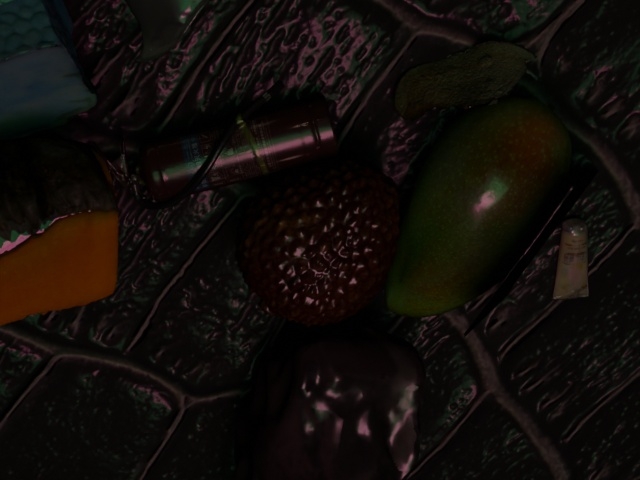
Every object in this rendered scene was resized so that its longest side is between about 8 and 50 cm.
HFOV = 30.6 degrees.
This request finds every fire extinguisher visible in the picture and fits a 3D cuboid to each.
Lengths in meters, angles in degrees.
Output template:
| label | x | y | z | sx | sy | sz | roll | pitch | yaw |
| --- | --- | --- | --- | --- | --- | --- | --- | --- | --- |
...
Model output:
| label | x | y | z | sx | sy | sz | roll | pitch | yaw |
| --- | --- | --- | --- | --- | --- | --- | --- | --- | --- |
| fire extinguisher | -0.151 | -0.137 | 1.694 | 0.341 | 0.105 | 0.141 | -14 | 94 | 0 |

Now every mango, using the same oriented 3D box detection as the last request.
| label | x | y | z | sx | sy | sz | roll | pitch | yaw |
| --- | --- | --- | --- | --- | --- | --- | --- | --- | --- |
| mango | 0.219 | -0.040 | 1.709 | 0.201 | 0.225 | 0.382 | 38 | 107 | 12 |

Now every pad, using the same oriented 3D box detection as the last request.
| label | x | y | z | sx | sy | sz | roll | pitch | yaw |
| --- | --- | --- | --- | --- | --- | --- | --- | --- | --- |
| pad | 0.309 | 0.008 | 1.676 | 0.007 | 0.367 | 0.247 | 36 | 106 | 11 |

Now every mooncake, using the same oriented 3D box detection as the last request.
| label | x | y | z | sx | sy | sz | roll | pitch | yaw |
| --- | --- | --- | --- | --- | --- | --- | --- | --- | --- |
| mooncake | -0.004 | 0.325 | 1.754 | 0.212 | 0.381 | 0.350 | 10 | 150 | -21 |

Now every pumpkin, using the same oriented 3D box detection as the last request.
| label | x | y | z | sx | sy | sz | roll | pitch | yaw |
| --- | --- | --- | --- | --- | --- | --- | --- | --- | --- |
| pumpkin | -0.408 | -0.016 | 1.610 | 0.225 | 0.303 | 0.256 | -12 | 106 | -22 |

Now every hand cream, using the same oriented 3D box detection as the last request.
| label | x | y | z | sx | sy | sz | roll | pitch | yaw |
| --- | --- | --- | --- | --- | --- | --- | --- | --- | --- |
| hand cream | 0.398 | 0.032 | 1.854 | 0.061 | 0.039 | 0.143 | -7 | 117 | -5 |

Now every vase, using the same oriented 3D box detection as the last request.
| label | x | y | z | sx | sy | sz | roll | pitch | yaw |
| --- | --- | --- | --- | --- | --- | --- | --- | --- | --- |
| vase | -0.235 | -0.423 | 1.553 | 0.251 | 0.156 | 0.301 | -40 | 105 | -6 |

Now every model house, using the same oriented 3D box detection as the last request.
| label | x | y | z | sx | sy | sz | roll | pitch | yaw |
| --- | --- | --- | --- | --- | --- | --- | --- | --- | --- |
| model house | -0.469 | -0.273 | 1.581 | 0.261 | 0.226 | 0.241 | -19 | 75 | -1 |

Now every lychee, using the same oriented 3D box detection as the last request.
| label | x | y | z | sx | sy | sz | roll | pitch | yaw |
| --- | --- | --- | --- | --- | --- | --- | --- | --- | --- |
| lychee | 0.000 | 0.000 | 1.691 | 0.271 | 0.236 | 0.236 | -45 | 109 | 8 |

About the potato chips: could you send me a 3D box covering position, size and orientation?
| label | x | y | z | sx | sy | sz | roll | pitch | yaw |
| --- | --- | --- | --- | --- | --- | --- | --- | --- | --- |
| potato chips | 0.207 | -0.227 | 1.679 | 0.209 | 0.142 | 0.026 | -31 | 137 | 2 |
